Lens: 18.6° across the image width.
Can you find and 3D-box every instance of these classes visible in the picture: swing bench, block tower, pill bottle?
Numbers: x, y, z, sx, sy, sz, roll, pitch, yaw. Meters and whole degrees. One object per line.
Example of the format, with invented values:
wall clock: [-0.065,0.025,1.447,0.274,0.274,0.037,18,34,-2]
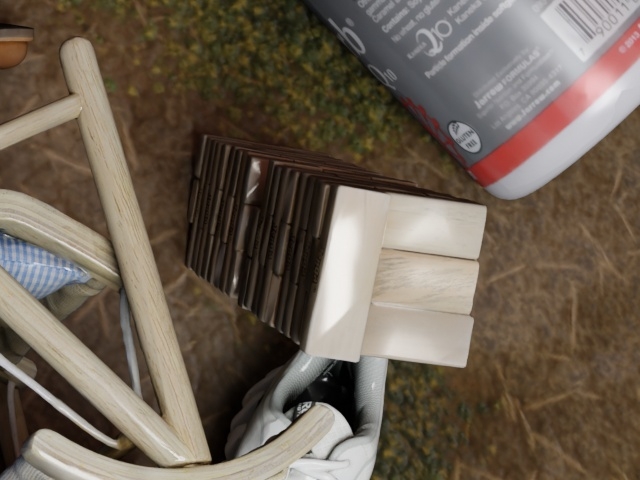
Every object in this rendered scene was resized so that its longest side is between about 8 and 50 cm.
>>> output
swing bench: [-0.164,0.070,1.065,0.165,0.253,0.255,-29,84,-34]
block tower: [0.000,0.000,1.145,0.097,0.335,0.091,8,96,-15]
pill bottle: [0.077,-0.221,1.346,0.363,0.210,0.210,46,56,-3]

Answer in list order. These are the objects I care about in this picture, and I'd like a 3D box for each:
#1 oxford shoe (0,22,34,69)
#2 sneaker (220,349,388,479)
oxford shoe: [-0.269,-0.093,1.203,0.212,0.076,0.076,-18,109,-35]
sneaker: [-0.027,0.165,1.155,0.110,0.118,0.292,23,51,-5]
